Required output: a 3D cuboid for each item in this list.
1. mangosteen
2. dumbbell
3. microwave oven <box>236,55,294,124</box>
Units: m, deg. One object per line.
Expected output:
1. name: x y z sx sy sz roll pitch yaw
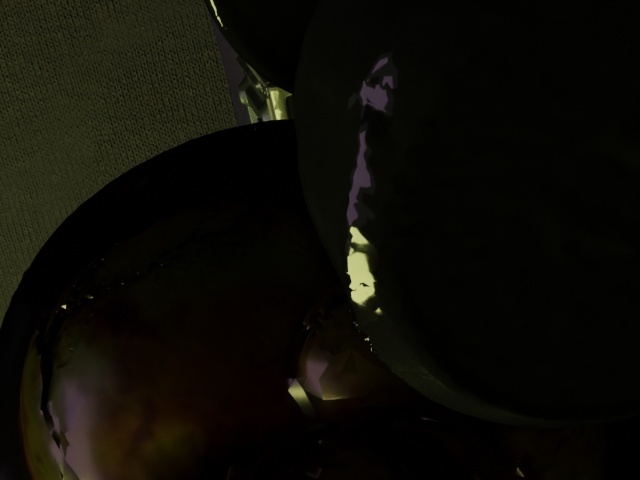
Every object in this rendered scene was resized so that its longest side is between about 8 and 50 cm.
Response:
1. mangosteen: 0.020 0.114 0.677 0.421 0.381 0.380 -1 106 62
2. dumbbell: 0.062 -0.100 0.501 0.322 0.204 0.203 -116 12 -53
3. microwave oven: 0.019 -0.066 1.138 0.194 0.145 0.240 -129 23 -64
